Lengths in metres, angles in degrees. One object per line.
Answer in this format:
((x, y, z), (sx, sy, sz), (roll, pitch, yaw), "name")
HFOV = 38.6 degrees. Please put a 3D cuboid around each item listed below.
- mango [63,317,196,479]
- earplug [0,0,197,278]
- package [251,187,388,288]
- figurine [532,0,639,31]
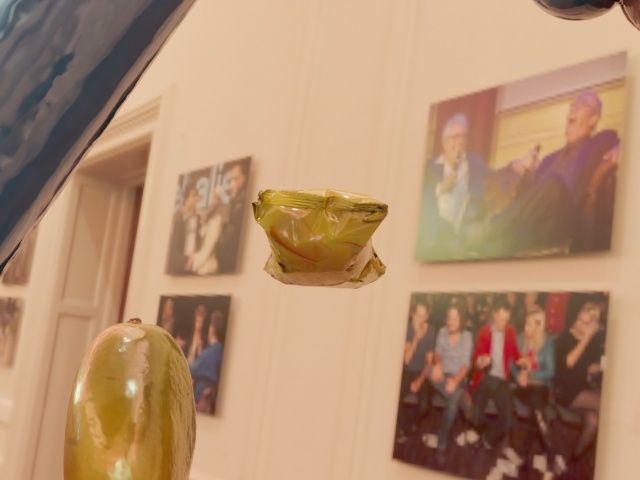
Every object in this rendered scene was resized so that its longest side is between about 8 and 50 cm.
((-0.123, 0.139, 0.603), (0.086, 0.191, 0.122), (-1, -43, -10), "mango")
((-0.126, -0.117, 0.424), (0.132, 0.273, 0.132), (37, -5, 4), "earplug")
((0.000, 0.000, 1.124), (0.168, 0.090, 0.226), (2, -26, 5), "package")
((0.202, -0.180, 0.533), (0.178, 0.114, 0.144), (33, -44, 11), "figurine")
